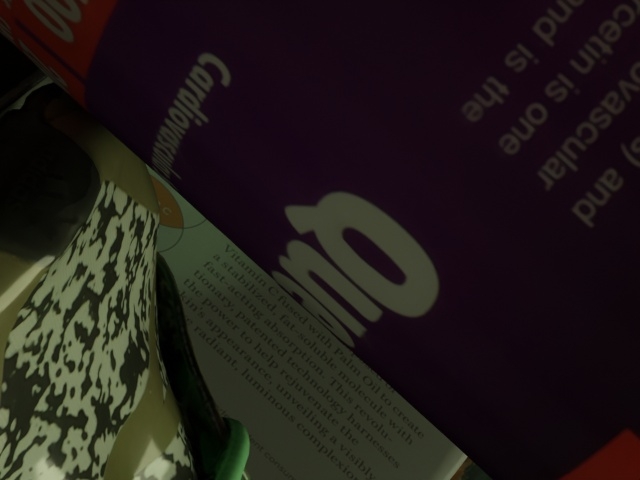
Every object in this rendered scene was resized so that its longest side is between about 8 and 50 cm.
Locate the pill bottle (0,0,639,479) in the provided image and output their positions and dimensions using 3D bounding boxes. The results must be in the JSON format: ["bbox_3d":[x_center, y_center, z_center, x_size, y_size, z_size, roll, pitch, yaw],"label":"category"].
[{"bbox_3d":[0.076,-0.033,0.388,0.181,0.323,0.181,-47,176,-4],"label":"pill bottle"}]

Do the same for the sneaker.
[{"bbox_3d":[-0.036,0.117,0.537,0.410,0.182,0.158,90,23,-51],"label":"sneaker"}]

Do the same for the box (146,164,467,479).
[{"bbox_3d":[-0.029,0.039,0.831,0.168,0.215,0.345,-50,175,38],"label":"box"}]

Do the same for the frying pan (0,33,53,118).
[{"bbox_3d":[-0.076,-0.051,0.564,0.326,0.053,0.197,-47,176,-11],"label":"frying pan"}]
